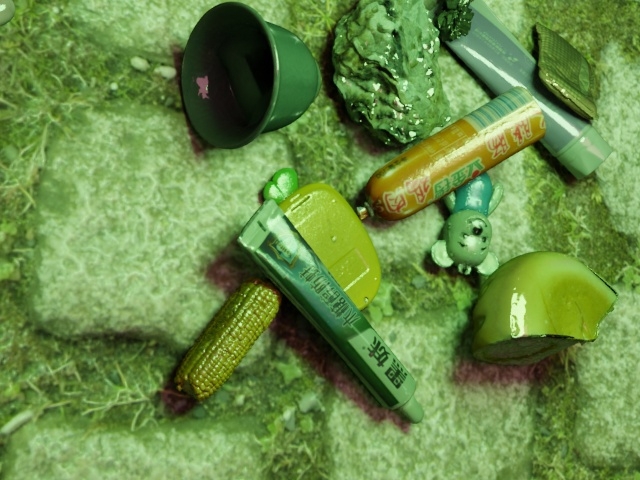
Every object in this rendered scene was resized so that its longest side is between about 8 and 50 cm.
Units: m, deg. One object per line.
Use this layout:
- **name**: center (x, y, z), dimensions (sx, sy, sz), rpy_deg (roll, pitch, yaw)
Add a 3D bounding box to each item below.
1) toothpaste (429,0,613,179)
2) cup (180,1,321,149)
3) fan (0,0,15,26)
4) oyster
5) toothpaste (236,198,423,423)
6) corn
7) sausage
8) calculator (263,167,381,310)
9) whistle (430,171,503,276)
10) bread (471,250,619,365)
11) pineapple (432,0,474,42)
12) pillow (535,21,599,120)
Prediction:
- **toothpaste**: center (0.329, -0.261, 1.802), dimensions (0.371, 0.080, 0.125), rpy_deg (48, 61, -2)
- **cup**: center (-0.076, -0.228, 1.542), dimensions (0.150, 0.199, 0.199), rpy_deg (-5, 80, -45)
- **fan**: center (-0.474, -0.385, 1.422), dimensions (0.130, 0.074, 0.244), rpy_deg (-33, 94, -30)
- **oyster**: center (0.109, -0.276, 1.671), dimensions (0.198, 0.112, 0.267), rpy_deg (-20, 84, -29)
- **toothpaste**: center (0.027, 0.113, 1.539), dimensions (0.392, 0.061, 0.099), rpy_deg (51, 46, -17)
- **corn**: center (-0.120, 0.128, 1.481), dimensions (0.068, 0.068, 0.207), rpy_deg (43, 62, -12)
- **sausage**: center (0.187, -0.118, 1.648), dimensions (0.312, 0.093, 0.093), rpy_deg (-31, 93, -9)
- **calculator**: center (0.000, 0.000, 1.593), dimensions (0.146, 0.032, 0.235), rpy_deg (-40, 99, -29)
- **whistle**: center (0.232, -0.060, 1.702), dimensions (0.114, 0.077, 0.235), rpy_deg (12, 70, -12)
- **bread**: center (0.326, 0.099, 1.669), dimensions (0.261, 0.158, 0.156), rpy_deg (6, 66, -33)
- **pineapple**: center (0.219, -0.385, 1.762), dimensions (0.074, 0.074, 0.159), rpy_deg (28, 59, -18)
- **pillow**: center (0.407, -0.279, 1.819), dimensions (0.135, 0.034, 0.211), rpy_deg (36, 33, -18)
